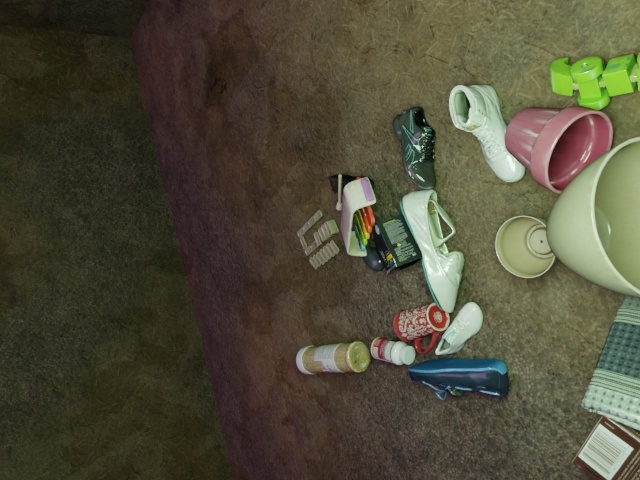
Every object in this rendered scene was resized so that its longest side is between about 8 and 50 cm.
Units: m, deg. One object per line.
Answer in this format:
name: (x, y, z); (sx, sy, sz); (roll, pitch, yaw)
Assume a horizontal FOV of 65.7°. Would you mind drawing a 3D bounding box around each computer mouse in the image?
computer mouse: (0.154, 0.030, 1.855); (0.242, 0.041, 0.071); (45, 131, 35)

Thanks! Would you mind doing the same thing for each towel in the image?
towel: (0.767, 0.275, 1.036); (0.324, 0.312, 0.056); (11, 152, 49)

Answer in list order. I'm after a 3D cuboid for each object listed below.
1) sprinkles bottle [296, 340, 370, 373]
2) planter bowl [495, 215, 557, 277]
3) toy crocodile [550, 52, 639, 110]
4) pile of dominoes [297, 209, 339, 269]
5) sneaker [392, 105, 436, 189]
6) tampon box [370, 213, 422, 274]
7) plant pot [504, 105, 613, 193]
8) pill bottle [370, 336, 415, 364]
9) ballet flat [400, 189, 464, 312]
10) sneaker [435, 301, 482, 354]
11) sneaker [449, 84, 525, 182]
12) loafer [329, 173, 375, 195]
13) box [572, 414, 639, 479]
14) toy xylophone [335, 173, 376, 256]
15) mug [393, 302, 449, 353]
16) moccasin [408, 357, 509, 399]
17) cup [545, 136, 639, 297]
sprinkles bottle: (0.045, 0.483, 2.031); (0.356, 0.121, 0.121); (-21, 82, 50)
planter bowl: (0.562, 0.010, 1.303); (0.162, 0.109, 0.161); (14, 109, 48)
toy crocodile: (0.674, -0.366, 1.092); (0.341, 0.105, 0.115); (10, 148, 48)
pile of dominoes: (0.000, 0.000, 2.056); (0.251, 0.040, 0.195); (-42, 67, 56)
sneaker: (0.308, -0.290, 1.546); (0.106, 0.101, 0.267); (-28, 77, 47)
tampon box: (0.250, 0.013, 1.654); (0.120, 0.102, 0.160); (107, 142, -73)
plant pot: (0.557, -0.238, 1.200); (0.180, 0.202, 0.201); (49, 134, 52)
pill bottle: (0.261, 0.398, 1.777); (0.152, 0.086, 0.085); (2, 100, 50)
ballet flat: (0.369, 0.023, 1.541); (0.139, 0.139, 0.399); (-30, 75, 49)
sneaker: (0.427, 0.285, 1.544); (0.080, 0.094, 0.212); (46, 130, 36)
sneaker: (0.438, -0.285, 1.338); (0.108, 0.169, 0.292); (-31, 76, 47)
loafer: (0.119, -0.194, 1.825); (0.220, 0.080, 0.078); (22, 125, 51)
box: (0.729, 0.475, 1.137); (0.167, 0.203, 0.168); (37, 126, 40)
toy xylophone: (0.118, -0.096, 1.725); (0.322, 0.081, 0.236); (96, 164, -61)
mug: (0.343, 0.278, 1.620); (0.150, 0.113, 0.169); (52, 147, -1)
moccasin: (0.421, 0.443, 1.558); (0.342, 0.138, 0.116); (-14, 92, 52)
cup: (0.642, -0.030, 1.078); (0.237, 0.332, 0.330); (150, 106, -75)
